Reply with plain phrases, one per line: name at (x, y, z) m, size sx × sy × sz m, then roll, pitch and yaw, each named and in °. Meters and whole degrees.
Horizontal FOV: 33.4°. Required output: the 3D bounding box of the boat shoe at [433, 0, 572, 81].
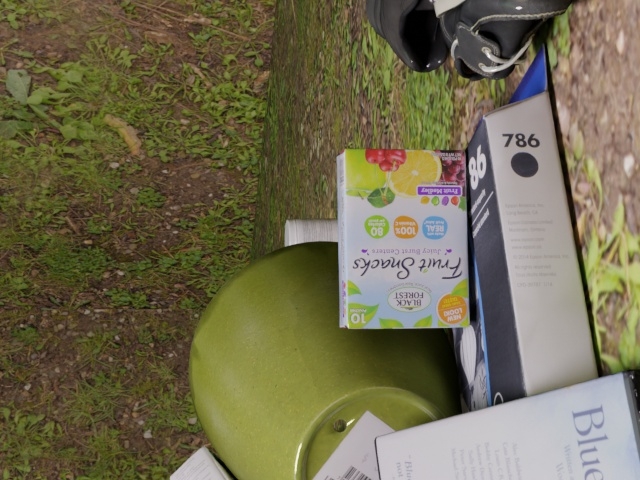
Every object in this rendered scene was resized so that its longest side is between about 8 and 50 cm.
boat shoe at (0.146, -0.166, 0.830) m, size 0.233 × 0.084 × 0.079 m, roll -138°, pitch 40°, yaw -83°

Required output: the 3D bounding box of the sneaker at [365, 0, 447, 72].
sneaker at (0.108, -0.296, 1.047) m, size 0.130 × 0.109 × 0.286 m, roll -108°, pitch 10°, yaw -46°

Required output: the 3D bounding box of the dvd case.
dvd case at (0.129, 0.198, 0.699) m, size 0.253 × 0.022 × 0.181 m, roll -28°, pitch 64°, yaw 50°

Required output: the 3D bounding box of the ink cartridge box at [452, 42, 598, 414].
ink cartridge box at (0.149, 0.025, 0.848) m, size 0.165 × 0.065 × 0.333 m, roll 107°, pitch 162°, yaw -64°

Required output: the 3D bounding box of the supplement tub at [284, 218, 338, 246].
supplement tub at (0.000, 0.000, 1.675) m, size 0.071 × 0.107 × 0.071 m, roll 180°, pitch 90°, yaw -82°

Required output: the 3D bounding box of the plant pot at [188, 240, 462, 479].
plant pot at (0.023, 0.160, 0.981) m, size 0.293 × 0.274 × 0.275 m, roll -136°, pitch 46°, yaw -76°

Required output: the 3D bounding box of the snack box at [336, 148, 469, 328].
snack box at (0.065, -0.001, 0.847) m, size 0.037 × 0.100 × 0.141 m, roll 158°, pitch 111°, yaw -80°

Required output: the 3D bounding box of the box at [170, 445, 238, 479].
box at (-0.007, 0.370, 1.099) m, size 0.232 × 0.058 × 0.322 m, roll 43°, pitch 172°, yaw 50°
